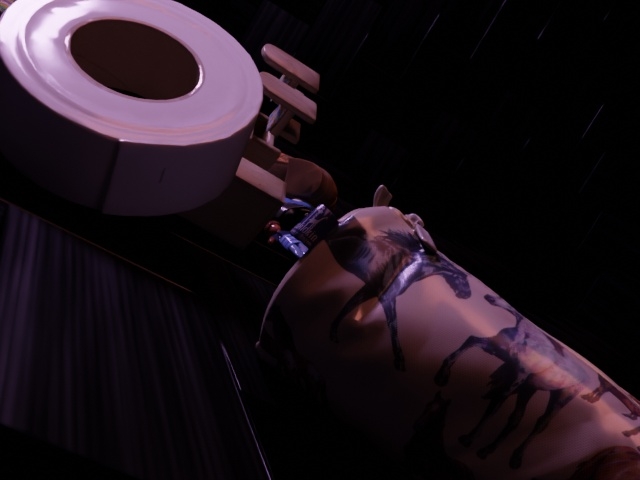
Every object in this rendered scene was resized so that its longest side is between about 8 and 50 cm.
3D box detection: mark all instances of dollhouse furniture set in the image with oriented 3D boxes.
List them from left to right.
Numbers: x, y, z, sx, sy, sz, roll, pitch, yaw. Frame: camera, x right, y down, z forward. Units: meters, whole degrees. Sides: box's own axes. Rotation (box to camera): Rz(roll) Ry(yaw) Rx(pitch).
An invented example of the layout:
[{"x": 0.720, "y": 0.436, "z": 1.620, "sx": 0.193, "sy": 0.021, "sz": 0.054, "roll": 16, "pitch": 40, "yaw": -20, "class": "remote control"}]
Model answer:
[{"x": -0.131, "y": -0.130, "z": 1.263, "sx": 0.161, "sy": 0.212, "sz": 0.242, "roll": 30, "pitch": 35, "yaw": -20, "class": "dollhouse furniture set"}]

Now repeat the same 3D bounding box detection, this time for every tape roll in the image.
[{"x": -0.208, "y": -0.157, "z": 1.034, "sx": 0.286, "sy": 0.100, "sz": 0.286, "roll": 16, "pitch": 40, "yaw": -14, "class": "tape roll"}]

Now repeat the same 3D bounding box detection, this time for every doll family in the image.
[{"x": 0.000, "y": 0.000, "z": 1.430, "sx": 0.193, "sy": 0.076, "sz": 0.111, "roll": 17, "pitch": 21, "yaw": -51, "class": "doll family"}]

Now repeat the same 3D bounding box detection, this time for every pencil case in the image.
[{"x": 0.142, "y": 0.127, "z": 0.761, "sx": 0.410, "sy": 0.184, "sz": 0.160, "roll": 35, "pitch": 8, "yaw": 23, "class": "pencil case"}]

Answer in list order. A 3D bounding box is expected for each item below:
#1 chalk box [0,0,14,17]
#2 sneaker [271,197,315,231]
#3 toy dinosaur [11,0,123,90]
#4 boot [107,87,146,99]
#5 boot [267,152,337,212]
[{"x": -0.446, "y": -0.248, "z": 1.065, "sx": 0.213, "sy": 0.132, "sz": 0.132, "roll": 32, "pitch": 8, "yaw": 0, "class": "chalk box"}, {"x": -0.037, "y": -0.034, "z": 1.561, "sx": 0.084, "sy": 0.058, "sz": 0.152, "roll": 40, "pitch": 8, "yaw": 33, "class": "sneaker"}, {"x": -0.385, "y": -0.259, "z": 1.457, "sx": 0.200, "sy": 0.127, "sz": 0.296, "roll": 18, "pitch": 25, "yaw": -28, "class": "toy dinosaur"}, {"x": -0.337, "y": -0.287, "z": 1.853, "sx": 0.246, "sy": 0.094, "sz": 0.207, "roll": 25, "pitch": 3, "yaw": 7, "class": "boot"}, {"x": -0.102, "y": -0.122, "z": 1.719, "sx": 0.283, "sy": 0.109, "sz": 0.220, "roll": 14, "pitch": -7, "yaw": 10, "class": "boot"}]
